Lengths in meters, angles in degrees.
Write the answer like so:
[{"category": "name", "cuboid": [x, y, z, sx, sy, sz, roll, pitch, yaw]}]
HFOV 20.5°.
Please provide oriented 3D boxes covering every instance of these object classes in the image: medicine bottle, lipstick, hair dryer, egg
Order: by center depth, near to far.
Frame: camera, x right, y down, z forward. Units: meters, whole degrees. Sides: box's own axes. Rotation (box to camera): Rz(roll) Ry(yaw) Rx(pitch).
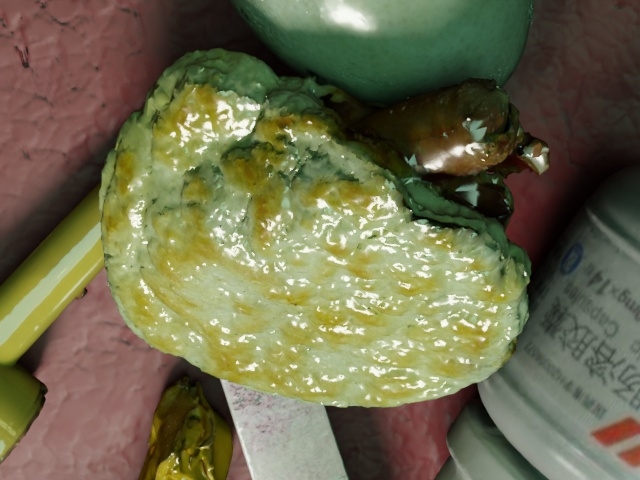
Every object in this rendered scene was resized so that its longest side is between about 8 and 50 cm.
[{"category": "egg", "cuboid": [0.029, -0.174, 1.070, 0.169, 0.169, 0.236, -44, 113, 7]}, {"category": "medicine bottle", "cuboid": [0.213, 0.132, 1.146, 0.245, 0.245, 0.306, 29, 102, -14]}, {"category": "hair dryer", "cuboid": [-0.191, 0.021, 1.156, 0.135, 0.090, 0.278, 44, 91, -14]}, {"category": "lipstick", "cuboid": [0.001, 0.214, 1.238, 0.066, 0.068, 0.317, -17, 107, -1]}]

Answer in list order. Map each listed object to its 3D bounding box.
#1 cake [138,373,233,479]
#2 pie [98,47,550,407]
[{"category": "cake", "cuboid": [-0.094, 0.193, 1.200, 0.080, 0.116, 0.185, 19, 99, -14]}, {"category": "pie", "cuboid": [-0.003, 0.007, 1.074, 0.274, 0.105, 0.257, 8, 130, 13]}]
